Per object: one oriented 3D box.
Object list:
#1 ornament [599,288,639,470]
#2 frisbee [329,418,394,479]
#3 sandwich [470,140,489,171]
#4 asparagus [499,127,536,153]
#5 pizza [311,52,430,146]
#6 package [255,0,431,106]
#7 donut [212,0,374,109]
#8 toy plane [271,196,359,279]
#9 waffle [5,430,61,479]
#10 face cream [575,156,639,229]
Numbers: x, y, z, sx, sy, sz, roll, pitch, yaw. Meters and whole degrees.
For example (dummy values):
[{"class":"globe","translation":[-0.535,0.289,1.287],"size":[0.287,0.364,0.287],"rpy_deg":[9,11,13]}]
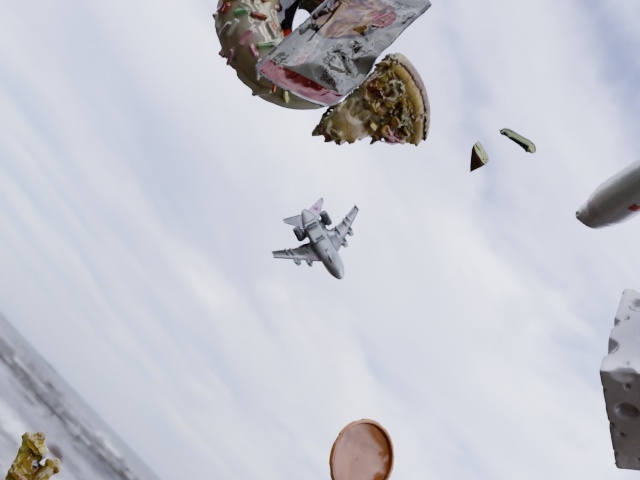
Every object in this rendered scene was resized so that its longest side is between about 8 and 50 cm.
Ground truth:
[{"class":"ornament","translation":[0.650,0.251,1.693],"size":[0.239,0.240,0.239],"rpy_deg":[-1,-56,30]},{"class":"frisbee","translation":[0.092,0.511,2.219],"size":[0.035,0.192,0.192],"rpy_deg":[-3,-50,53]},{"class":"sandwich","translation":[0.392,-0.200,2.341],"size":[0.044,0.031,0.083],"rpy_deg":[29,-40,31]},{"class":"asparagus","translation":[0.449,-0.232,2.176],"size":[0.108,0.025,0.021],"rpy_deg":[39,-25,33]},{"class":"pizza","translation":[0.131,-0.321,2.208],"size":[0.074,0.287,0.251],"rpy_deg":[-111,-160,-46]},{"class":"package","translation":[0.035,-0.292,1.376],"size":[0.154,0.239,0.030],"rpy_deg":[32,-19,32]},{"class":"donut","translation":[-0.039,-0.473,2.037],"size":[0.383,0.382,0.142],"rpy_deg":[47,-16,-4]},{"class":"toy plane","translation":[0.000,0.000,1.537],"size":[0.066,0.162,0.171],"rpy_deg":[60,0,-40]},{"class":"waffle","translation":[-0.487,0.401,1.287],"size":[0.069,0.292,0.260],"rpy_deg":[131,-46,-74]},{"class":"face cream","translation":[0.655,-0.108,1.969],"size":[0.102,0.102,0.345],"rpy_deg":[45,-24,2]}]
